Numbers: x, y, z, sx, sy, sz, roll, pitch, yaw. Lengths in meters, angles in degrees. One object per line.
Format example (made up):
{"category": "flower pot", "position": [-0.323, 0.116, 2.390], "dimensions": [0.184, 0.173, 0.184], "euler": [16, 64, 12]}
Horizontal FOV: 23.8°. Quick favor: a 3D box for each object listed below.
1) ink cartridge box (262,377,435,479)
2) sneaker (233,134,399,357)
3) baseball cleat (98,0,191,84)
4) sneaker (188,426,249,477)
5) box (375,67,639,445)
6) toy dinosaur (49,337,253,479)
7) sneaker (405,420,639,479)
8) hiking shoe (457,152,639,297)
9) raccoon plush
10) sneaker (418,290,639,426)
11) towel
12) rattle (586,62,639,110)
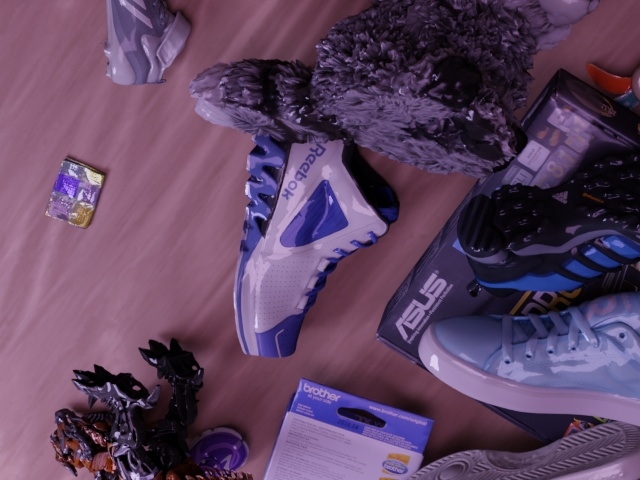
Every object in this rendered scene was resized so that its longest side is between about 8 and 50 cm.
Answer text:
{"category": "ink cartridge box", "position": [0.017, 0.323, 1.968], "dimensions": [0.186, 0.065, 0.311], "euler": [18, 115, 0]}
{"category": "sneaker", "position": [0.000, -0.001, 1.815], "dimensions": [0.182, 0.127, 0.315], "euler": [8, 110, 8]}
{"category": "baseball cleat", "position": [-0.206, -0.284, 1.782], "dimensions": [0.110, 0.072, 0.205], "euler": [0, 115, -6]}
{"category": "sneaker", "position": [-0.168, 0.305, 1.984], "dimensions": [0.170, 0.071, 0.068], "euler": [-30, 103, 17]}
{"category": "box", "position": [0.300, 0.041, 1.783], "dimensions": [0.318, 0.097, 0.395], "euler": [33, 119, -3]}
{"category": "toy dinosaur", "position": [-0.212, 0.253, 1.915], "dimensions": [0.322, 0.164, 0.218], "euler": [5, 108, 17]}
{"category": "sneaker", "position": [0.249, 0.332, 1.830], "dimensions": [0.350, 0.131, 0.148], "euler": [-15, 114, 28]}
{"category": "hiking shoe", "position": [0.304, -0.013, 1.661], "dimensions": [0.304, 0.113, 0.132], "euler": [-7, 145, 8]}
{"category": "raccoon plush", "position": [0.084, -0.259, 1.644], "dimensions": [0.447, 0.216, 0.299], "euler": [12, 72, 17]}
{"category": "sneaker", "position": [0.298, 0.109, 1.697], "dimensions": [0.366, 0.135, 0.150], "euler": [9, 118, -5]}
{"category": "towel", "position": [-0.307, -0.058, 1.903], "dimensions": [0.060, 0.009, 0.083], "euler": [24, 112, 0]}
{"category": "rattle", "position": [0.400, -0.147, 1.698], "dimensions": [0.200, 0.142, 0.130], "euler": [14, 128, -3]}
